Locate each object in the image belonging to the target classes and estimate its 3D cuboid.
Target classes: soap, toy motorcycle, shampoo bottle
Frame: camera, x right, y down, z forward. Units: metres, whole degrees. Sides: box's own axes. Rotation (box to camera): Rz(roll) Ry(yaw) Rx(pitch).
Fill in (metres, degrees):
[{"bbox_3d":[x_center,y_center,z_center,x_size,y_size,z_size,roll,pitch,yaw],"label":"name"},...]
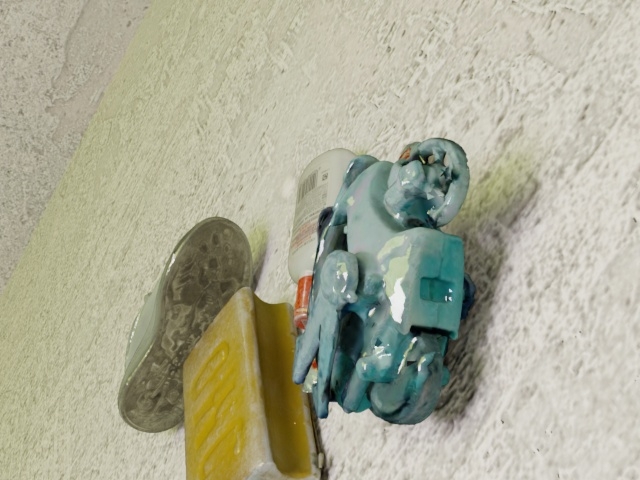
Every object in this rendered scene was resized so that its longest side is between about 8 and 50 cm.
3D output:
[{"bbox_3d":[-0.086,0.203,1.142,0.173,0.089,0.274,-53,28,27],"label":"soap"},{"bbox_3d":[0.057,0.038,0.928,0.206,0.154,0.260,-2,79,60],"label":"toy motorcycle"},{"bbox_3d":[0.000,0.000,1.184,0.108,0.051,0.221,-34,42,47],"label":"shampoo bottle"}]

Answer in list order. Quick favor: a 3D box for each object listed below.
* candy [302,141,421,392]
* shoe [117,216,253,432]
[{"bbox_3d":[0.046,0.030,1.065,0.292,0.059,0.086,-64,29,6],"label":"candy"},{"bbox_3d":[-0.197,0.104,1.405,0.316,0.124,0.159,-64,19,6],"label":"shoe"}]
